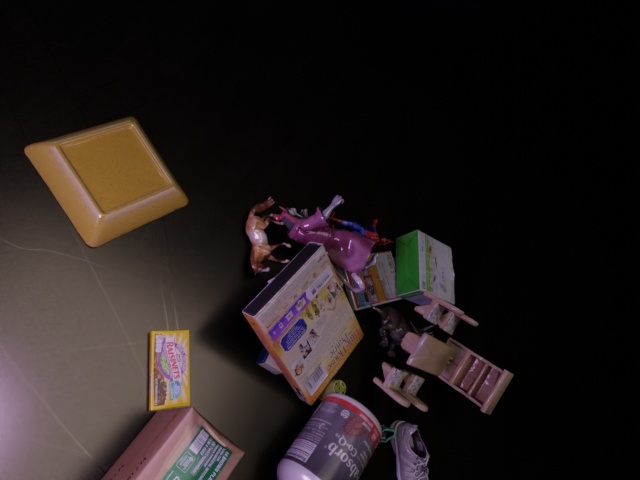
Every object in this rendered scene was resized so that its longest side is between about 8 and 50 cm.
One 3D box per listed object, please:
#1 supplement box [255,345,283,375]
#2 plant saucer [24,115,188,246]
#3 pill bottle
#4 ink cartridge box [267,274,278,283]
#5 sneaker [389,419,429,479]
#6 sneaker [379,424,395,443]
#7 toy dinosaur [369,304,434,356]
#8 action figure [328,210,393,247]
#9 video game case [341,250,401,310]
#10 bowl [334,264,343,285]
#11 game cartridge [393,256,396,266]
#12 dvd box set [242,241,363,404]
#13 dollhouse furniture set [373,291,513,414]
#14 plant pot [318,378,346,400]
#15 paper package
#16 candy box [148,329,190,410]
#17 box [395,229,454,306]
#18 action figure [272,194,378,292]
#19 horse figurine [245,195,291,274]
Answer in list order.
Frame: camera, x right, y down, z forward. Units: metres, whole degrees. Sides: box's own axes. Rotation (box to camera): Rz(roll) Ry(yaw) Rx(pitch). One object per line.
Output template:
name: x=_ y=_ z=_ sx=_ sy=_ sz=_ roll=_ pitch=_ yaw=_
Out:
supplement box: x=-0.140 y=0.363 z=1.359 sx=0.083 sy=0.056 sz=0.083 roll=38 pitch=54 yaw=-17
plant saucer: x=-0.590 y=-0.196 z=1.256 sx=0.333 sy=0.081 sz=0.332 roll=-35 pitch=94 yaw=-39
pill bottle: x=0.007 y=0.644 z=1.251 sx=0.210 sy=0.210 sz=0.363 roll=50 pitch=52 yaw=-8
ink cartridge box: x=-0.081 y=0.113 z=1.422 sx=0.104 sy=0.180 sz=0.060 roll=-30 pitch=89 yaw=-39
sneaker: x=0.321 y=0.762 z=1.483 sx=0.105 sy=0.115 sz=0.281 roll=-12 pitch=79 yaw=-38
sneaker: x=0.182 y=0.653 z=1.455 sx=0.167 sy=0.076 sz=0.064 roll=-2 pitch=72 yaw=-35
toy dinosaur: x=0.281 y=0.330 z=1.652 sx=0.314 sy=0.121 sz=0.160 roll=38 pitch=42 yaw=-12
action figure: x=0.174 y=-0.042 z=1.697 sx=0.281 sy=0.139 sz=0.091 roll=20 pitch=62 yaw=-30
video game case: x=0.203 y=0.150 z=1.693 sx=0.285 sy=0.025 sz=0.203 roll=-5 pitch=75 yaw=-41
bowl: x=0.027 y=0.129 z=1.556 sx=0.170 sy=0.080 sz=0.170 roll=15 pitch=63 yaw=-31
game cartridge: x=0.339 y=0.090 z=1.832 sx=0.083 sy=0.017 sz=0.055 roll=-3 pitch=77 yaw=-36
dvd box set: x=-0.029 y=0.258 z=1.331 sx=0.307 sy=0.062 sz=0.420 roll=-47 pitch=130 yaw=-29
dollhouse furniture set: x=0.457 y=0.439 z=1.529 sx=0.394 sy=0.256 sz=0.362 roll=32 pitch=89 yaw=-43
plant pot: x=0.042 y=0.485 z=1.423 sx=0.083 sy=0.079 sz=0.083 roll=14 pitch=65 yaw=-31
paper package: x=-0.371 y=0.556 z=0.958 sx=0.168 sy=0.309 sz=0.325 roll=47 pitch=51 yaw=-11
candy box: x=-0.412 y=0.350 z=1.193 sx=0.105 sy=0.027 sz=0.205 roll=7 pitch=68 yaw=-36
box: x=0.433 y=0.123 z=1.795 sx=0.231 sy=0.127 sz=0.261 roll=23 pitch=58 yaw=-35
action figure: x=0.000 y=0.000 z=1.492 sx=0.370 sy=0.248 sz=0.275 roll=22 pitch=70 yaw=-9
horse figurine: x=-0.188 y=-0.016 z=1.474 sx=0.175 sy=0.066 sz=0.263 roll=-5 pitch=77 yaw=-42
